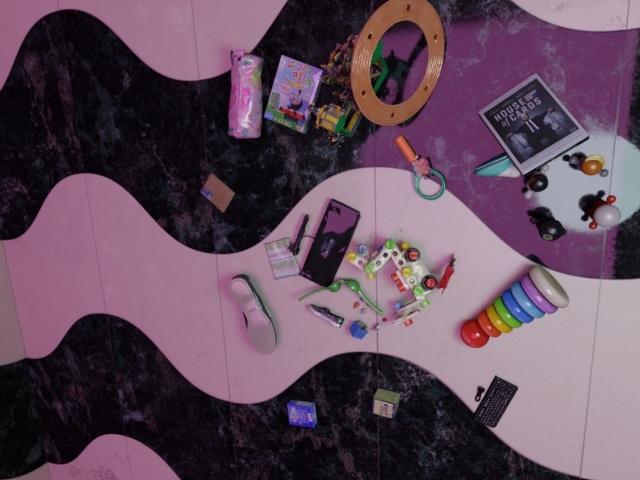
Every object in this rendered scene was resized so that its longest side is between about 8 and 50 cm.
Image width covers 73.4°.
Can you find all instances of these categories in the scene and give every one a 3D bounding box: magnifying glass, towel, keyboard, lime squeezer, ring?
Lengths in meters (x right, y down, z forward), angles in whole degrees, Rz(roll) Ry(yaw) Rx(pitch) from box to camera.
[{"bbox_3d":[0.310,-0.230,1.356,0.092,0.026,0.231,-34,90,25],"label":"magnifying glass"},{"bbox_3d":[-0.144,0.073,1.614,0.113,0.023,0.152,-16,96,24],"label":"towel"},{"bbox_3d":[0.567,0.534,1.428,0.108,0.023,0.180,25,110,16],"label":"keyboard"},{"bbox_3d":[0.000,0.000,1.533,0.201,0.033,0.317,26,110,8],"label":"keyboard"},{"bbox_3d":[0.074,0.186,1.527,0.310,0.059,0.110,7,108,14],"label":"lime squeezer"},{"bbox_3d":[0.214,-0.489,1.191,0.032,0.336,0.337,38,117,44],"label":"ring"}]

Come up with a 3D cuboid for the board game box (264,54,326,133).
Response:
[{"bbox_3d":[-0.089,-0.492,1.449,0.160,0.039,0.212,26,110,16],"label":"board game box"}]

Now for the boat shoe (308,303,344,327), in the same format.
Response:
[{"bbox_3d":[0.023,0.270,1.582,0.142,0.049,0.040,30,93,12],"label":"boat shoe"}]

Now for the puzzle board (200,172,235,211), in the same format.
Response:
[{"bbox_3d":[-0.398,-0.186,1.666,0.128,0.011,0.096,41,115,10],"label":"puzzle board"}]

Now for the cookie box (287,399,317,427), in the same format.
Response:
[{"bbox_3d":[-0.073,0.693,1.720,0.107,0.040,0.092,-1,102,23],"label":"cookie box"}]

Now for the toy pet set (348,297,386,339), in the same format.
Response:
[{"bbox_3d":[0.150,0.286,1.519,0.122,0.065,0.114,41,114,9],"label":"toy pet set"}]

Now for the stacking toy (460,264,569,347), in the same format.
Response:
[{"bbox_3d":[0.564,0.224,1.301,0.141,0.141,0.330,48,119,6],"label":"stacking toy"}]

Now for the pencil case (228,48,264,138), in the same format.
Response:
[{"bbox_3d":[-0.258,-0.496,1.475,0.124,0.124,0.284,11,107,20],"label":"pencil case"}]

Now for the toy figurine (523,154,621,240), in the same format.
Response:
[{"bbox_3d":[0.672,-0.117,1.161,0.213,0.148,0.210,-14,97,25],"label":"toy figurine"}]

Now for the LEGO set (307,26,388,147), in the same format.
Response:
[{"bbox_3d":[0.048,-0.471,1.286,0.192,0.255,0.331,31,109,13],"label":"LEGO set"}]

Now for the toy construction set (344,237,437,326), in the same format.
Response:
[{"bbox_3d":[0.245,0.128,1.395,0.215,0.151,0.328,-31,98,1],"label":"toy construction set"}]

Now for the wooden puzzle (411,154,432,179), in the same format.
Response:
[{"bbox_3d":[0.314,-0.228,1.337,0.049,0.006,0.083,-16,97,24],"label":"wooden puzzle"}]

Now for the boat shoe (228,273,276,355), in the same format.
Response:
[{"bbox_3d":[-0.251,0.283,1.683,0.112,0.095,0.335,-22,98,12],"label":"boat shoe"}]

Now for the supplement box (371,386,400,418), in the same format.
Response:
[{"bbox_3d":[0.235,0.582,1.542,0.083,0.083,0.056,7,105,21],"label":"supplement box"}]

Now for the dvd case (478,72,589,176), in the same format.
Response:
[{"bbox_3d":[0.568,-0.314,1.163,0.179,0.029,0.239,-33,64,20],"label":"dvd case"}]

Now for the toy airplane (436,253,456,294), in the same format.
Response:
[{"bbox_3d":[0.396,0.115,1.348,0.028,0.151,0.151,26,111,17],"label":"toy airplane"}]

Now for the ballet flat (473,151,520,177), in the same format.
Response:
[{"bbox_3d":[0.563,-0.231,1.217,0.247,0.083,0.087,-33,94,25],"label":"ballet flat"}]
